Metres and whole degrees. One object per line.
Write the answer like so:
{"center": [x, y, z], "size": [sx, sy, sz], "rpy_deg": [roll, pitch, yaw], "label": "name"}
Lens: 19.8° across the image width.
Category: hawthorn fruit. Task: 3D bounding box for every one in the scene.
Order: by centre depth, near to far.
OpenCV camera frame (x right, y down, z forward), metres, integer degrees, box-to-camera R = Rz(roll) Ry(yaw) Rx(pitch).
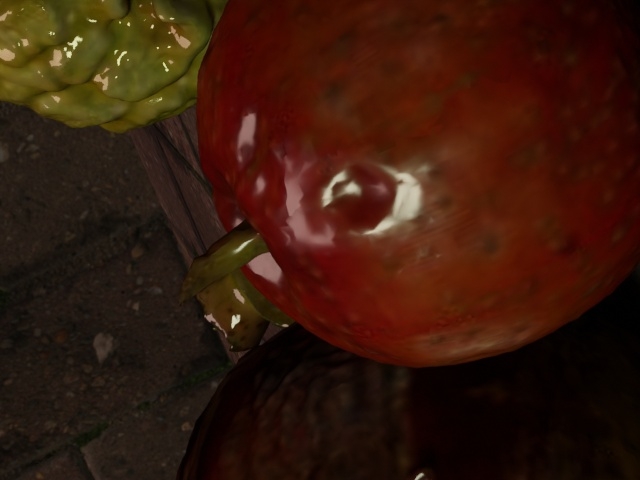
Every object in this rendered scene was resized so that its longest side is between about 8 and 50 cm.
{"center": [0.028, -0.034, 0.670], "size": [0.179, 0.200, 0.179], "rpy_deg": [55, 170, 14], "label": "hawthorn fruit"}

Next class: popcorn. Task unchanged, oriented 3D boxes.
{"center": [-0.117, -0.174, 1.049], "size": [0.217, 0.235, 0.181], "rpy_deg": [98, 159, -43], "label": "popcorn"}

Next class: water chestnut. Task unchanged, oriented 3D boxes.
{"center": [0.075, 0.176, 0.835], "size": [0.350, 0.302, 0.350], "rpy_deg": [-172, 90, -89], "label": "water chestnut"}

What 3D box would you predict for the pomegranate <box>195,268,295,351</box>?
{"center": [0.012, -0.001, 1.045], "size": [0.169, 0.122, 0.143], "rpy_deg": [-62, 40, 34], "label": "pomegranate"}
